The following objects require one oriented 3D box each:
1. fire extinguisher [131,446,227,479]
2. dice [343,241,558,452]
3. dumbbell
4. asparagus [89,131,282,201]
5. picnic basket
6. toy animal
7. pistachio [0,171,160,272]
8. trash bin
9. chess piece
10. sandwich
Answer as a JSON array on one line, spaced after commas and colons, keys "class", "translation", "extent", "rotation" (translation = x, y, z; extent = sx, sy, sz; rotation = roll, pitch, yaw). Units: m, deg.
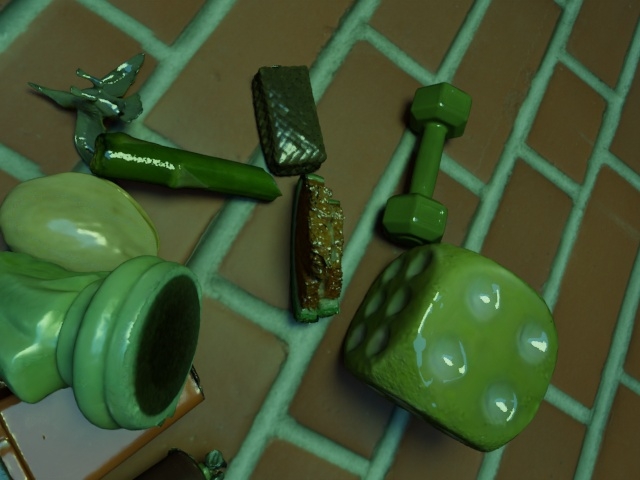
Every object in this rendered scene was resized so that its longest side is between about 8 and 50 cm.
[{"class": "fire extinguisher", "translation": [-0.222, 0.343, 0.524], "extent": [0.268, 0.104, 0.105], "rotation": [-25, 90, -42]}, {"class": "dice", "translation": [0.194, 0.159, 0.674], "extent": [0.233, 0.227, 0.238], "rotation": [34, 73, -9]}, {"class": "dumbbell", "translation": [0.194, -0.136, 0.783], "extent": [0.121, 0.108, 0.302], "rotation": [19, 75, -15]}, {"class": "asparagus", "translation": [-0.188, -0.104, 0.643], "extent": [0.277, 0.067, 0.060], "rotation": [5, 123, -34]}, {"class": "picnic basket", "translation": [-0.052, -0.212, 0.739], "extent": [0.110, 0.055, 0.194], "rotation": [-10, 83, -20]}, {"class": "toy animal", "translation": [-0.334, -0.210, 0.617], "extent": [0.155, 0.095, 0.219], "rotation": [21, 73, -25]}, {"class": "pistachio", "translation": [-0.317, -0.014, 0.576], "extent": [0.200, 0.117, 0.145], "rotation": [20, 95, -12]}, {"class": "trash bin", "translation": [-0.288, 0.201, 0.541], "extent": [0.238, 0.161, 0.185], "rotation": [-30, 91, -29]}, {"class": "chess piece", "translation": [-0.291, 0.086, 0.449], "extent": [0.297, 0.176, 0.176], "rotation": [8, 77, 8]}, {"class": "sandwich", "translation": [0.002, -0.002, 0.677], "extent": [0.079, 0.159, 0.235], "rotation": [3, 60, -14]}]
